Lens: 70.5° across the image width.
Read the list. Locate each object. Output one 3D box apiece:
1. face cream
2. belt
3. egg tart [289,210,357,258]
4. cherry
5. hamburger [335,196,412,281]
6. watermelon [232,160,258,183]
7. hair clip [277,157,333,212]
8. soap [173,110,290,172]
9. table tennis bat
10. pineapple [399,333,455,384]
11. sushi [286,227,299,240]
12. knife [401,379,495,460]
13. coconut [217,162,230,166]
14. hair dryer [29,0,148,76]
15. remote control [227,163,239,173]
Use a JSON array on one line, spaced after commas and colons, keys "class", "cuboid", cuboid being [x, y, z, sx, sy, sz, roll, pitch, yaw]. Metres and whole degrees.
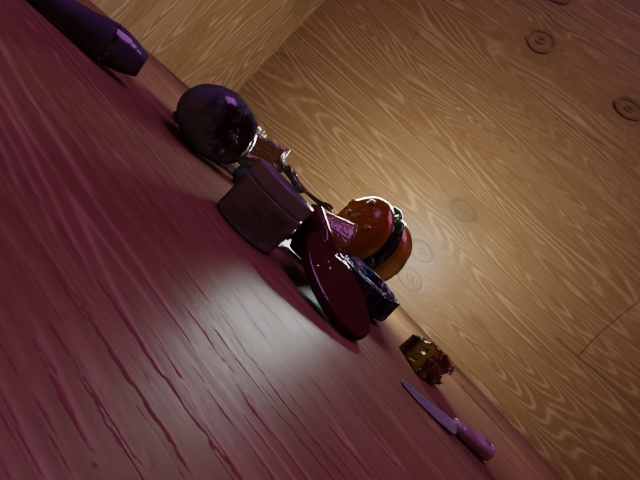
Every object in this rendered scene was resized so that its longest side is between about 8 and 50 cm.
[{"class": "face cream", "cuboid": [-0.129, -0.079, 1.066, 0.177, 0.153, 0.177, 44, 7, -6]}, {"class": "belt", "cuboid": [0.141, 0.153, 1.632, 0.325, 0.122, 0.260, 46, 11, 37]}, {"class": "egg tart", "cuboid": [0.000, 0.000, 1.382, 0.147, 0.202, 0.202, 32, 8, -13]}, {"class": "cherry", "cuboid": [-0.321, -0.360, 1.400, 0.296, 0.218, 0.255, 33, 0, 36]}, {"class": "hamburger", "cuboid": [0.216, -0.008, 2.092, 0.277, 0.396, 0.395, 43, 5, -36]}, {"class": "watermelon", "cuboid": [-0.233, -0.214, 1.580, 0.098, 0.121, 0.158, 22, -14, 36]}, {"class": "hair clip", "cuboid": [-0.039, -0.127, 1.108, 0.188, 0.033, 0.060, 45, 4, 18]}, {"class": "soap", "cuboid": [-0.304, -0.387, 1.634, 0.304, 0.169, 0.339, 17, -9, 26]}, {"class": "table tennis bat", "cuboid": [0.029, 0.066, 1.167, 0.268, 0.051, 0.414, 38, 28, -47]}, {"class": "pineapple", "cuboid": [0.358, 0.406, 1.549, 0.186, 0.114, 0.236, 48, -5, 24]}, {"class": "sushi", "cuboid": [-0.117, -0.082, 1.342, 0.139, 0.131, 0.291, 45, 15, -8]}, {"class": "knife", "cuboid": [0.326, 0.468, 1.160, 0.336, 0.043, 0.081, 38, 13, -15]}, {"class": "coconut", "cuboid": [-0.327, -0.294, 1.564, 0.083, 0.082, 0.081, 13, -4, -13]}, {"class": "hair dryer", "cuboid": [-0.667, -0.602, 1.322, 0.301, 0.121, 0.361, 33, 2, -30]}, {"class": "remote control", "cuboid": [-0.273, -0.227, 1.729, 0.250, 0.034, 0.103, 39, 7, -47]}]
